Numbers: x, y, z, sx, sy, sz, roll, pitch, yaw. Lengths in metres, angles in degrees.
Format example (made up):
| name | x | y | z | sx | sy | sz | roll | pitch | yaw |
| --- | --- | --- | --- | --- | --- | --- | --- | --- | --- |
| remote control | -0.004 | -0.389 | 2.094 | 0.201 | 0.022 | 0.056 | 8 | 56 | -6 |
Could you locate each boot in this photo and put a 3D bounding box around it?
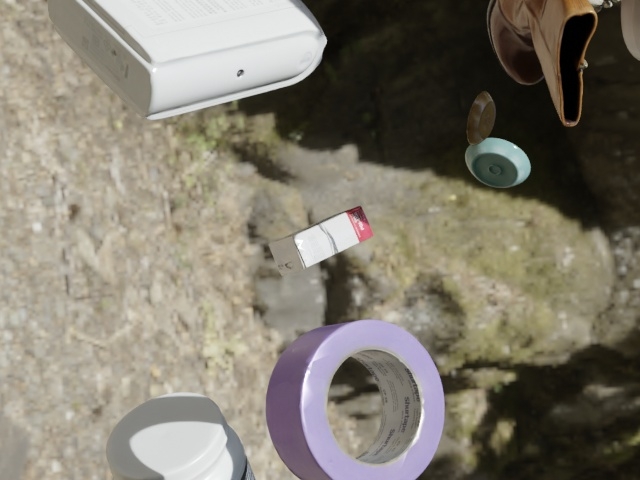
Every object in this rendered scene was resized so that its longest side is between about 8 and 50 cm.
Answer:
| name | x | y | z | sx | sy | sz | roll | pitch | yaw |
| --- | --- | --- | --- | --- | --- | --- | --- | --- | --- |
| boot | 0.285 | -0.236 | 1.344 | 0.280 | 0.096 | 0.264 | -99 | -172 | -46 |

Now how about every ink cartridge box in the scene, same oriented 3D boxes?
| name | x | y | z | sx | sy | sz | roll | pitch | yaw |
| --- | --- | --- | --- | --- | --- | --- | --- | --- | --- |
| ink cartridge box | 0.000 | 0.000 | 1.744 | 0.135 | 0.099 | 0.056 | -25 | 93 | -28 |

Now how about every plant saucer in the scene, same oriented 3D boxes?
| name | x | y | z | sx | sy | sz | roll | pitch | yaw |
| --- | --- | --- | --- | --- | --- | --- | --- | --- | --- |
| plant saucer | 0.245 | -0.182 | 1.658 | 0.083 | 0.015 | 0.083 | -36 | 134 | -48 |
| plant saucer | 0.314 | -0.132 | 1.964 | 0.021 | 0.119 | 0.119 | -64 | 146 | -36 |

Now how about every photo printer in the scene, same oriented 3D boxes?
| name | x | y | z | sx | sy | sz | roll | pitch | yaw |
| --- | --- | --- | --- | --- | --- | --- | --- | --- | --- |
| photo printer | -0.164 | -0.286 | 1.453 | 0.307 | 0.256 | 0.107 | -22 | 143 | -38 |

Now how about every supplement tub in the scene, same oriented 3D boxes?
| name | x | y | z | sx | sy | sz | roll | pitch | yaw |
| --- | --- | --- | --- | --- | --- | --- | --- | --- | --- |
| supplement tub | -0.183 | 0.373 | 1.575 | 0.191 | 0.191 | 0.272 | -72 | 152 | -53 |

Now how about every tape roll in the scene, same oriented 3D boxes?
| name | x | y | z | sx | sy | sz | roll | pitch | yaw |
| --- | --- | --- | --- | --- | --- | --- | --- | --- | --- |
| tape roll | 0.039 | 0.184 | 1.217 | 0.189 | 0.080 | 0.189 | 6 | 78 | -30 |

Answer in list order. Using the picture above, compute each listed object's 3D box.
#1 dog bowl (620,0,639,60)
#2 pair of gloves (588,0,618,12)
| name | x | y | z | sx | sy | sz | roll | pitch | yaw |
| --- | --- | --- | --- | --- | --- | --- | --- | --- | --- |
| dog bowl | 0.485 | -0.328 | 1.336 | 0.265 | 0.104 | 0.265 | -29 | 134 | -35 |
| pair of gloves | 0.351 | -0.412 | 1.751 | 0.240 | 0.204 | 0.042 | -131 | -120 | -73 |
